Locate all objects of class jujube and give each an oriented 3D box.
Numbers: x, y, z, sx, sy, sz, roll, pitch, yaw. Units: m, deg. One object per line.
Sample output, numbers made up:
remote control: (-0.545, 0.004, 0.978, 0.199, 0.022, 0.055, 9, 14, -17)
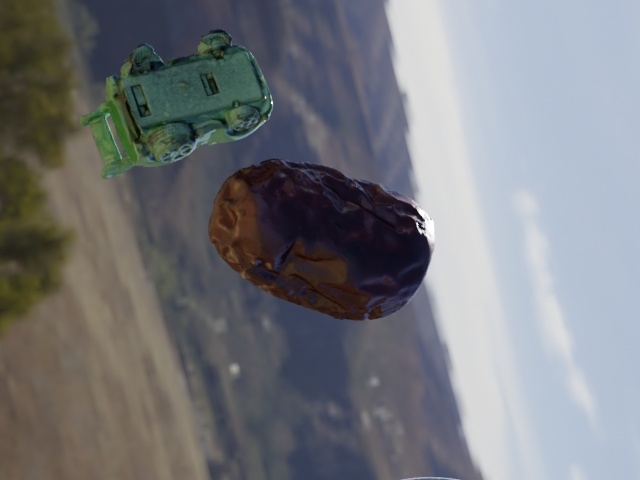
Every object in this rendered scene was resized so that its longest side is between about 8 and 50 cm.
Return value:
jujube: (0.000, 0.000, 1.032, 0.077, 0.129, 0.077, -25, -123, 48)

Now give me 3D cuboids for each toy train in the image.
toy train: (-0.121, -0.112, 1.660, 0.099, 0.149, 0.081, 66, -23, 17)

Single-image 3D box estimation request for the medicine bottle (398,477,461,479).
medicine bottle: (0.089, 0.358, 1.558, 0.252, 0.252, 0.241, -106, -150, -49)
